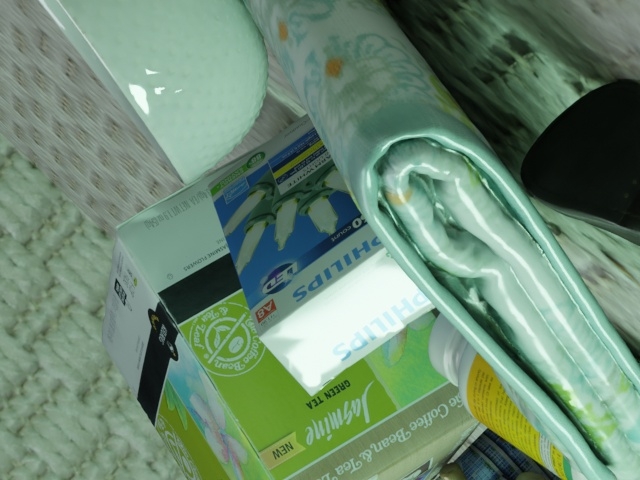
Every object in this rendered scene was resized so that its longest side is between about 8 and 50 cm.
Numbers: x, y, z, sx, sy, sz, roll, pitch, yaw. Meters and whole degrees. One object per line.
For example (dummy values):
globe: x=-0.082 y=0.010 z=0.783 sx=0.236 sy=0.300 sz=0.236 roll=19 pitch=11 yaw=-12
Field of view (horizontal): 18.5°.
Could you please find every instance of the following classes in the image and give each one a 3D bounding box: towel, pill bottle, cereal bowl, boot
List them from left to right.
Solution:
cereal bowl: x=-0.146 y=-0.212 z=1.442 sx=0.339 sy=0.141 sz=0.339 roll=51 pitch=175 yaw=6
towel: x=0.081 y=-0.026 z=1.321 sx=0.374 sy=0.090 sz=0.320 roll=52 pitch=-177 yaw=-38
pill bottle: x=0.189 y=0.119 z=1.631 sx=0.208 sy=0.117 sz=0.117 roll=34 pitch=166 yaw=43
boot: x=0.248 y=0.027 z=1.142 sx=0.229 sy=0.091 sz=0.263 roll=45 pitch=173 yaw=-31

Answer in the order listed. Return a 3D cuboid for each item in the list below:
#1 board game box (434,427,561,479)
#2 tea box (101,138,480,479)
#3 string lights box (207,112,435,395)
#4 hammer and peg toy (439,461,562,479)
board game box: x=0.208 y=0.283 z=1.980 sx=0.194 sy=0.194 sz=0.060 roll=48 pitch=172 yaw=-27
tea box: x=-0.036 y=0.123 z=1.889 sx=0.323 sy=0.220 sz=0.329 roll=55 pitch=162 yaw=13
string lights box: x=0.000 y=0.000 z=1.597 sx=0.077 sy=0.133 sz=0.260 roll=50 pitch=-172 yaw=-29
hammer and peg toy: x=0.248 y=0.314 z=1.783 sx=0.266 sy=0.127 sz=0.361 roll=47 pitch=141 yaw=-17
